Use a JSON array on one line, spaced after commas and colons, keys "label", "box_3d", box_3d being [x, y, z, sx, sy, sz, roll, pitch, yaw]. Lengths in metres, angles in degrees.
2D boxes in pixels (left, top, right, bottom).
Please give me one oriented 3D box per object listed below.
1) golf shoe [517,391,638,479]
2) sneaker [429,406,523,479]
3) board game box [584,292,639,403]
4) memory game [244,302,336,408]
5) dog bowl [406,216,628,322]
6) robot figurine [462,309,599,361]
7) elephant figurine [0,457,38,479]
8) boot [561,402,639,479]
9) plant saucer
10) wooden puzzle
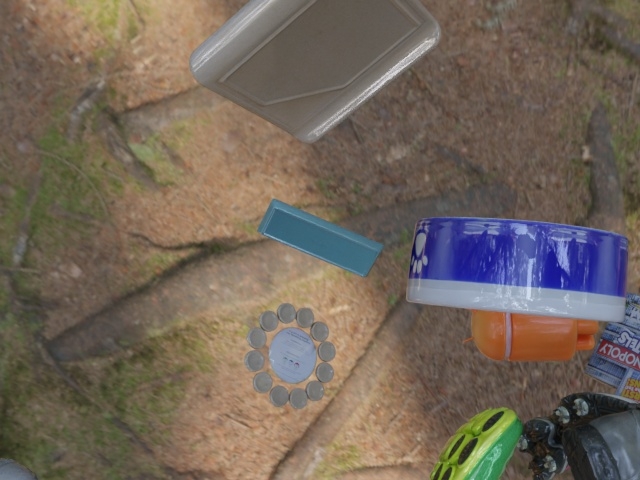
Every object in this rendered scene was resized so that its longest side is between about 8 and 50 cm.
[{"label": "golf shoe", "box_3d": [0.370, 0.249, 1.235, 0.120, 0.273, 0.105, -16, 78, -22]}, {"label": "sneaker", "box_3d": [0.186, 0.343, 1.120, 0.123, 0.109, 0.295, 20, 93, -5]}, {"label": "board game box", "box_3d": [0.480, 0.186, 1.362, 0.194, 0.060, 0.194, 22, 83, 56]}, {"label": "memory game", "box_3d": [-0.051, 0.200, 1.592, 0.012, 0.186, 0.186, -18, 56, 55]}, {"label": "dog bowl", "box_3d": [0.242, 0.038, 1.139, 0.265, 0.265, 0.104, 4, 86, 17]}, {"label": "robot figurine", "box_3d": [0.351, 0.140, 1.551, 0.219, 0.158, 0.128, -1, 84, 4]}, {"label": "elephant figurine", "box_3d": [-0.303, 0.219, 0.648, 0.186, 0.239, 0.169, 45, 53, -12]}, {"label": "boot", "box_3d": [0.379, 0.291, 1.013, 0.161, 0.083, 0.246, -18, 92, -11]}, {"label": "plant saucer", "box_3d": [0.000, 0.000, 1.428, 0.192, 0.018, 0.067, 23, 119, -9]}, {"label": "wooden puzzle", "box_3d": [-0.001, -0.217, 1.013, 0.221, 0.239, 0.044, -37, 61, 17]}]
